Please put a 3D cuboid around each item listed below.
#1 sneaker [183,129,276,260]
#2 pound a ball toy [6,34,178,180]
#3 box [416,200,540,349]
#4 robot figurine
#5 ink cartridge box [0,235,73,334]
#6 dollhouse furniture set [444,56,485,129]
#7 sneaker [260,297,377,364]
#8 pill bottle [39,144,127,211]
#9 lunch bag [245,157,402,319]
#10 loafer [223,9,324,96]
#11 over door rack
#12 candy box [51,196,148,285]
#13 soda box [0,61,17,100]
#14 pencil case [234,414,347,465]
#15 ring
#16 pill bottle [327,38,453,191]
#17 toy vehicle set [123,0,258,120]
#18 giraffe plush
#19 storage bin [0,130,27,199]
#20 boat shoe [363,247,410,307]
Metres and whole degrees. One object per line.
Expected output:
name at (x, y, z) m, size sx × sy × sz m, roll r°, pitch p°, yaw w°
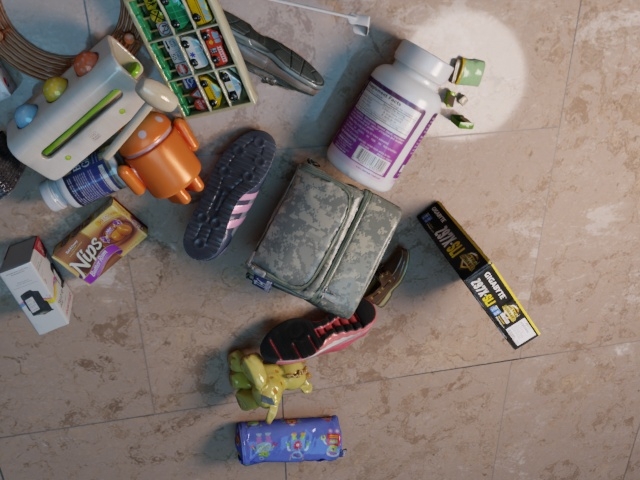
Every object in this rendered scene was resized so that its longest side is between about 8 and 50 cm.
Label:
sneaker at (-0.202, -0.100, 1.427) m, size 0.112 × 0.131 × 0.319 m, roll 32°, pitch 87°, yaw 2°
pound a ball toy at (-0.441, -0.249, 1.195) m, size 0.319 × 0.208 × 0.136 m, roll -36°, pitch 137°, yaw 12°
box at (0.369, 0.075, 1.520) m, size 0.079 × 0.322 × 0.257 m, roll -38°, pitch 118°, yaw 9°
robot figurine at (-0.338, -0.175, 1.327) m, size 0.158 × 0.128 × 0.219 m, roll -28°, pitch 120°, yaw 8°
ink cartridge box at (-0.622, 0.099, 1.403) m, size 0.072 × 0.127 × 0.175 m, roll -21°, pitch 121°, yaw -5°
dollhouse furniture set at (0.334, -0.336, 1.447) m, size 0.076 × 0.058 × 0.151 m, roll 2°, pitch 116°, yaw -15°
sneaker at (0.001, 0.259, 1.634) m, size 0.314 × 0.116 × 0.136 m, roll -18°, pitch 146°, yaw -12°
pill bottle at (-0.495, -0.126, 1.335) m, size 0.169 × 0.094 × 0.094 m, roll -25°, pitch 120°, yaw 0°
lunch bag at (0.000, 0.000, 1.433) m, size 0.256 × 0.212 × 0.305 m, roll 27°, pitch 89°, yaw -9°
loafer at (-0.120, -0.371, 1.313) m, size 0.267 × 0.096 × 0.084 m, roll 29°, pitch 126°, yaw -18°
over door rack at (-0.026, -0.549, 1.174) m, size 0.324 × 0.108 × 0.239 m, roll 10°, pitch 89°, yaw -18°
candy box at (-0.494, 0.003, 1.427) m, size 0.187 × 0.053 × 0.109 m, roll -39°, pitch 119°, yaw 7°
soda box at (-0.706, -0.275, 1.220) m, size 0.216 × 0.069 × 0.074 m, roll -24°, pitch 120°, yaw -1°
pencil case at (-0.087, 0.564, 1.779) m, size 0.306 × 0.119 × 0.133 m, roll 0°, pitch 94°, yaw -13°
ring at (-0.492, -0.457, 1.199) m, size 0.336 × 0.032 × 0.336 m, roll -6°, pitch 118°, yaw -11°
pill bottle at (0.154, -0.271, 1.375) m, size 0.169 × 0.169 × 0.301 m, roll 24°, pitch 109°, yaw -23°
toy vehicle set at (-0.248, -0.373, 1.248) m, size 0.166 × 0.035 × 0.267 m, roll -10°, pitch 129°, yaw 17°
giraffe plush at (-0.117, 0.352, 1.653) m, size 0.170 × 0.210 × 0.181 m, roll -22°, pitch 119°, yaw -37°
storage bin at (-0.663, -0.131, 1.242) m, size 0.122 × 0.180 × 0.084 m, roll -29°, pitch 121°, yaw 2°
boat shoe at (0.170, 0.093, 1.628) m, size 0.060 × 0.064 × 0.178 m, roll 19°, pitch 115°, yaw -20°
